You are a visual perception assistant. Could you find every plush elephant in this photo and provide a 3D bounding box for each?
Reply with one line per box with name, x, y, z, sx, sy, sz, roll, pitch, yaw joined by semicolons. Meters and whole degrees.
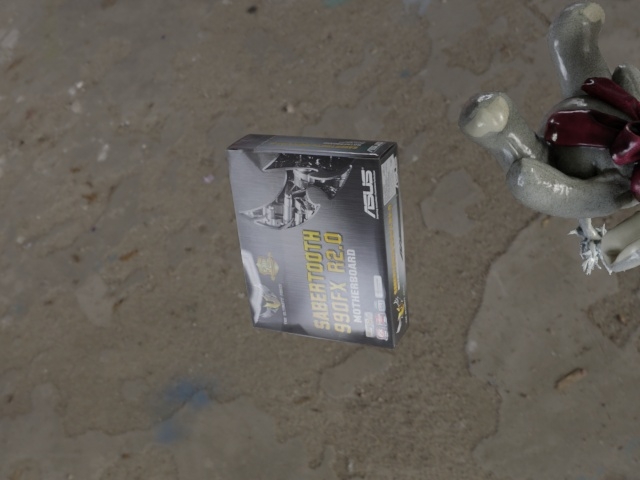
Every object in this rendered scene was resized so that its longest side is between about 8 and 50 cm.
plush elephant;0.364;-0.101;0.984;0.272;0.330;0.255;-36;18;-30

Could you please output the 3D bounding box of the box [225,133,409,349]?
box;0.000;0.000;0.966;0.183;0.231;0.056;6;28;24
